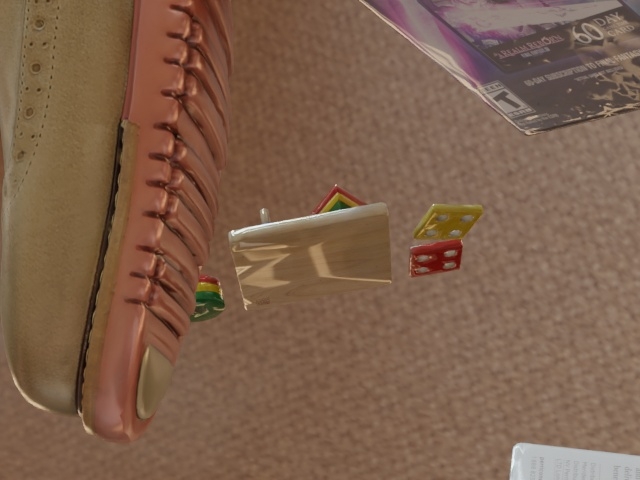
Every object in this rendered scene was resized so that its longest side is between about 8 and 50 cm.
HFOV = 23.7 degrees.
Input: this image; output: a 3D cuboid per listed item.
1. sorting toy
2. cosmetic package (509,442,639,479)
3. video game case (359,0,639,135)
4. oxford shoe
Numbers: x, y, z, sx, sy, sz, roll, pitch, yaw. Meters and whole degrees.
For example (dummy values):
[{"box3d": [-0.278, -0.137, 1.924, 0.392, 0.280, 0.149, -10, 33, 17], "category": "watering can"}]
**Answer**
[{"box3d": [0.000, 0.000, 1.309, 0.274, 0.132, 0.046, -11, 62, -1], "category": "sorting toy"}, {"box3d": [0.416, 0.364, 1.600, 0.453, 0.230, 0.161, 6, 43, 8], "category": "cosmetic package"}, {"box3d": [0.080, -0.149, 0.762, 0.196, 0.274, 0.026, -11, 51, 55], "category": "video game case"}, {"box3d": [-0.108, -0.122, 0.573, 0.146, 0.140, 0.397, -1, 75, 0], "category": "oxford shoe"}]
